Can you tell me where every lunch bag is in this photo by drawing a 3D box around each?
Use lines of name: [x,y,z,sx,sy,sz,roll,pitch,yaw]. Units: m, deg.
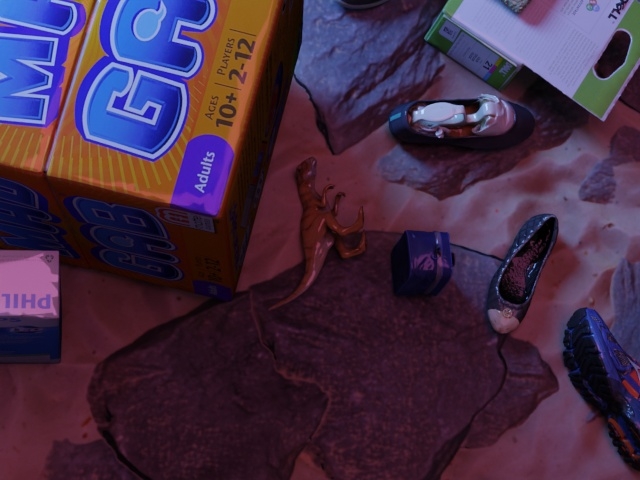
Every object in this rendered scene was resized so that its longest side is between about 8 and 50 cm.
lunch bag: [0.131,0.027,1.684,0.065,0.098,0.067,1,69,-13]

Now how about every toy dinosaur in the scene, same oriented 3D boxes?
toy dinosaur: [0.000,0.000,1.697,0.112,0.064,0.212,-1,64,8]

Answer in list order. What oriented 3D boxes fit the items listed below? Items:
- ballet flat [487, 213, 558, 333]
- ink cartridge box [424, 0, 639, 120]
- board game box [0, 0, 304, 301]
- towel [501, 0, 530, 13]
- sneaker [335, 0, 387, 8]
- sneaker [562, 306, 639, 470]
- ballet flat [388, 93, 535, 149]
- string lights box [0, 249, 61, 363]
ballet flat: [0.257,0.039,1.729,0.057,0.049,0.173,25,72,-2]
ink cartridge box: [0.299,-0.282,1.805,0.255,0.097,0.189,35,71,-1]
board game box: [-0.229,-0.177,1.513,0.356,0.356,0.356,13,74,2]
towel: [0.256,-0.373,1.757,0.110,0.027,0.148,35,70,-1]
sneaker: [0.112,-0.392,1.788,0.222,0.118,0.083,-31,82,-17]
sneaker: [0.383,0.182,1.706,0.087,0.083,0.221,-26,86,-30]
ballet flat: [0.191,-0.157,1.763,0.203,0.074,0.074,-1,75,-11]
string lights box: [-0.354,0.079,1.496,0.133,0.260,0.077,1,74,-11]
